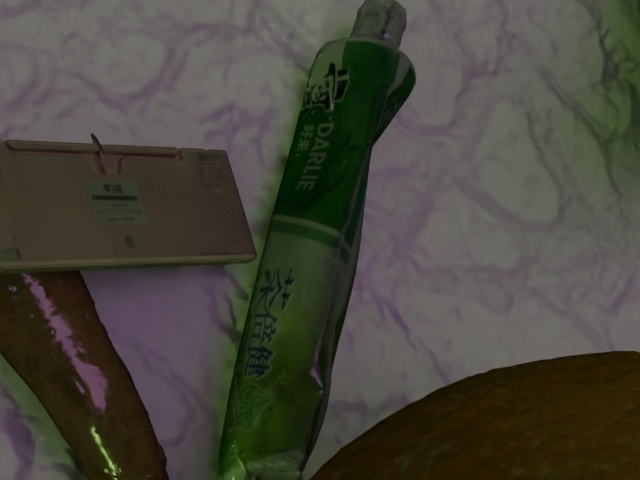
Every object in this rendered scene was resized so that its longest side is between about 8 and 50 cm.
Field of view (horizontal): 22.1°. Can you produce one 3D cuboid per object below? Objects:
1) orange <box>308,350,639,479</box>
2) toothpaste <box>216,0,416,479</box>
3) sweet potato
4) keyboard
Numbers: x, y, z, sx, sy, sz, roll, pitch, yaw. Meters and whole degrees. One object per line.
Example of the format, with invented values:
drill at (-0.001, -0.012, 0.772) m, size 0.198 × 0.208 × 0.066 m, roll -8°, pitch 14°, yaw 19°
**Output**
orange at (0.113, 0.199, 0.550) m, size 0.322 × 0.357 × 0.322 m, roll 2°, pitch 84°, yaw -20°
toothpaste at (0.000, 0.000, 0.702) m, size 0.047 × 0.078 × 0.248 m, roll 27°, pitch 62°, yaw -22°
sweet potato at (-0.097, 0.055, 0.640) m, size 0.050 × 0.050 × 0.214 m, roll -32°, pitch 96°, yaw -33°
keyboard at (-0.086, -0.014, 0.642) m, size 0.166 × 0.017 × 0.055 m, roll -1°, pitch 72°, yaw -56°
